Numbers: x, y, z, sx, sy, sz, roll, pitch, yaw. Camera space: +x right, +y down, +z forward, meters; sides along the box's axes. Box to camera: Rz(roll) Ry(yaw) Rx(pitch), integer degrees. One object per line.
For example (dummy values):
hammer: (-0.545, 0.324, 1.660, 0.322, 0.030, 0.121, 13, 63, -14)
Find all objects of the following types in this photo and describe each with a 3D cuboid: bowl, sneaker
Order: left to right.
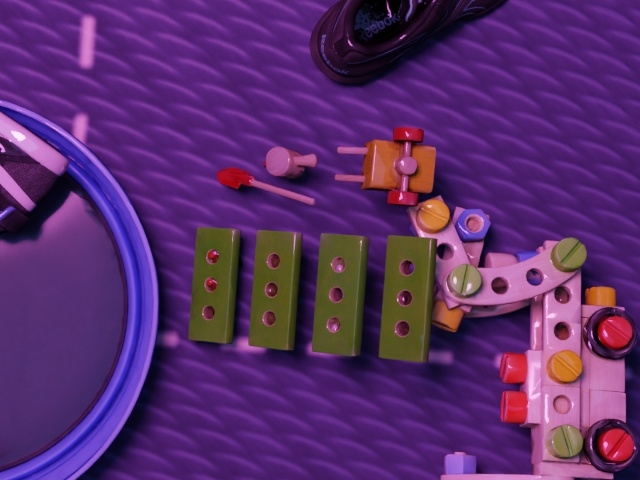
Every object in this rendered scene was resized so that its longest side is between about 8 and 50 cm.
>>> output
sneaker: (-0.336, -0.082, 1.105, 0.217, 0.079, 0.121, 35, 86, -6)
bowl: (-0.342, 0.061, 1.187, 0.391, 0.077, 0.391, 0, 91, -5)
sneaker: (0.112, -0.239, 1.209, 0.267, 0.106, 0.101, -40, 93, -5)

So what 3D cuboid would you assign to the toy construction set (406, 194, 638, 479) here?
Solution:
toy construction set: (0.175, 0.127, 1.198, 0.215, 0.151, 0.328, 4, 91, -5)

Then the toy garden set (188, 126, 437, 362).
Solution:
toy garden set: (0.000, 0.000, 1.185, 0.244, 0.049, 0.204, 3, 88, 29)
